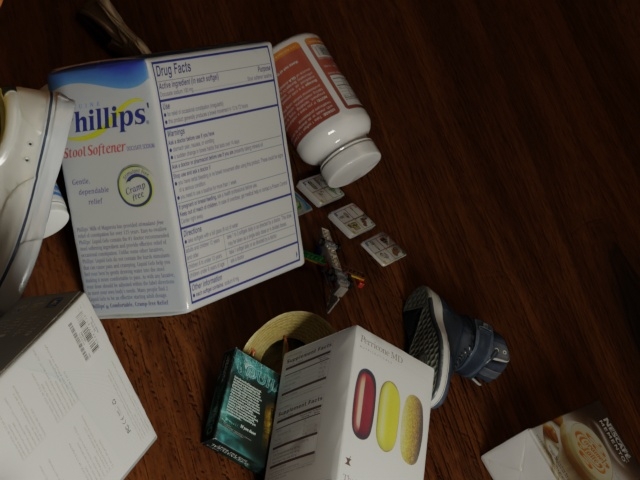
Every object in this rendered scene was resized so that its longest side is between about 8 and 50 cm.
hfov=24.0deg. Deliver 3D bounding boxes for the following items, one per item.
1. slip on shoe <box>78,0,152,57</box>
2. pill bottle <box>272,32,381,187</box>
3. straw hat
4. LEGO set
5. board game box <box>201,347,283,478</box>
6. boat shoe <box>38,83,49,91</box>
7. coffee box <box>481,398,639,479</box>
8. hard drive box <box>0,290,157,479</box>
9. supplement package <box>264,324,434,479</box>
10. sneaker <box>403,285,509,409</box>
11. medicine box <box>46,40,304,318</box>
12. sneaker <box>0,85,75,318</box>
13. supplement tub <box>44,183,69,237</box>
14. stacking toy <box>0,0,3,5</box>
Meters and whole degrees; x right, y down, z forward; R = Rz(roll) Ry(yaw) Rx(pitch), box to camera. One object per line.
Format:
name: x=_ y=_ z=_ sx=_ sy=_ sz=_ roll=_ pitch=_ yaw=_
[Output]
slip on shoe: x=-0.274 y=-0.271 z=2.039 sx=0.041 sy=0.051 sz=0.135 roll=-41 pitch=104 yaw=-20
pill bottle: x=-0.002 y=-0.191 z=2.236 sx=0.121 sy=0.121 sz=0.216 roll=-6 pitch=61 yaw=-56
straw hat: x=-0.050 y=0.147 z=1.868 sx=0.144 sy=0.144 sz=0.061 roll=34 pitch=-6 yaw=-28
LEGO set: x=0.000 y=0.000 z=2.142 sx=0.182 sy=0.060 sz=0.244 roll=44 pitch=28 yaw=11
board game box: x=-0.052 y=0.225 z=1.798 sx=0.186 sy=0.026 sz=0.126 roll=35 pitch=50 yaw=-29
boat shoe: x=-0.230 y=-0.140 z=1.885 sx=0.319 sy=0.116 sz=0.099 roll=8 pitch=48 yaw=-57
coffee box: x=0.359 y=0.331 z=2.202 sx=0.246 sy=0.098 sz=0.141 roll=-10 pitch=66 yaw=-57
hard drive box: x=-0.276 y=0.186 z=1.400 sx=0.232 sy=0.089 sz=0.181 roll=-50 pitch=125 yaw=-48
supplement package: x=0.031 y=0.246 z=1.751 sx=0.139 sy=0.134 sz=0.244 roll=30 pitch=53 yaw=-32
sneaker: x=0.201 y=0.180 z=2.160 sx=0.163 sy=0.086 sz=0.226 roll=35 pitch=33 yaw=-23
medicine box: x=-0.162 y=-0.078 z=1.766 sx=0.263 sy=0.149 sz=0.289 roll=-21 pitch=104 yaw=-59
sneaker: x=-0.335 y=-0.041 z=1.604 sx=0.091 sy=0.094 sz=0.258 roll=14 pitch=76 yaw=-13
supplement tub: x=-0.335 y=-0.060 z=1.701 sx=0.071 sy=0.071 sz=0.107 roll=1 pitch=57 yaw=-53
stacking toy: x=-0.450 y=-0.227 z=1.579 sx=0.350 sy=0.350 sz=0.480 roll=4 pitch=74 yaw=-52
